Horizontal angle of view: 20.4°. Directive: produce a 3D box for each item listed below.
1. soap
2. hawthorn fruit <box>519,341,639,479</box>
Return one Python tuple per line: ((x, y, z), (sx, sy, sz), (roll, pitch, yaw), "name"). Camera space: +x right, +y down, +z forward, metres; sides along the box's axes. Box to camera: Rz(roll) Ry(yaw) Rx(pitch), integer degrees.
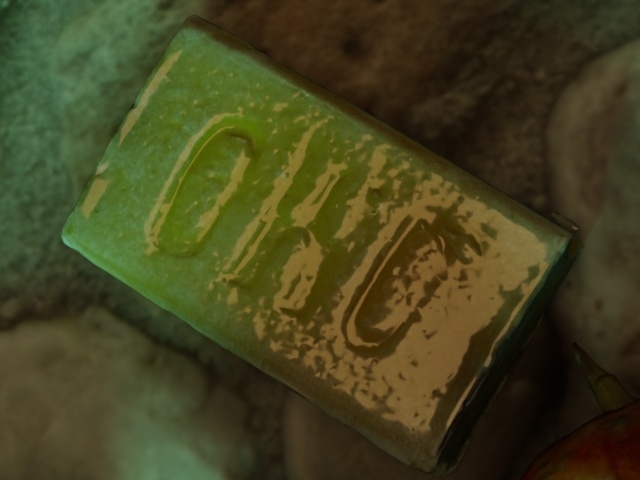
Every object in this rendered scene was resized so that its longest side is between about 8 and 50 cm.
((0.000, 0.000, 1.078), (0.274, 0.089, 0.173), (31, 92, 16), "soap")
((0.211, 0.194, 0.917), (0.258, 0.258, 0.262), (-13, 100, 12), "hawthorn fruit")
